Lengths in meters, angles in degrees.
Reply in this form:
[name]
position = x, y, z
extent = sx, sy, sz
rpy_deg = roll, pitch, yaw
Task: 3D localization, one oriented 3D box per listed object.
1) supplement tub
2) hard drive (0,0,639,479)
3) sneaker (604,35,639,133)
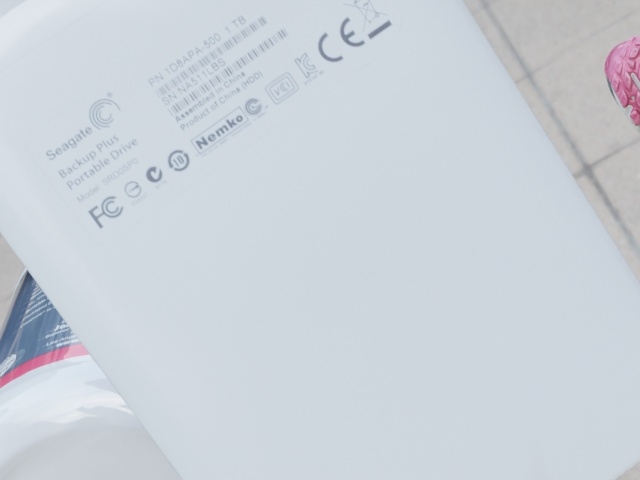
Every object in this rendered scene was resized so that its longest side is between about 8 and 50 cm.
[supplement tub]
position = -0.109, 0.093, 0.691
extent = 0.191, 0.191, 0.272
rpy_deg = -31, 24, 12
[hard drive]
position = 0.000, 0.000, 0.478
extent = 0.210, 0.318, 0.040
rpy_deg = -35, 10, -5
[sneaker]
position = 0.412, -0.130, 1.169
extent = 0.121, 0.299, 0.112
rpy_deg = -66, 25, 9
